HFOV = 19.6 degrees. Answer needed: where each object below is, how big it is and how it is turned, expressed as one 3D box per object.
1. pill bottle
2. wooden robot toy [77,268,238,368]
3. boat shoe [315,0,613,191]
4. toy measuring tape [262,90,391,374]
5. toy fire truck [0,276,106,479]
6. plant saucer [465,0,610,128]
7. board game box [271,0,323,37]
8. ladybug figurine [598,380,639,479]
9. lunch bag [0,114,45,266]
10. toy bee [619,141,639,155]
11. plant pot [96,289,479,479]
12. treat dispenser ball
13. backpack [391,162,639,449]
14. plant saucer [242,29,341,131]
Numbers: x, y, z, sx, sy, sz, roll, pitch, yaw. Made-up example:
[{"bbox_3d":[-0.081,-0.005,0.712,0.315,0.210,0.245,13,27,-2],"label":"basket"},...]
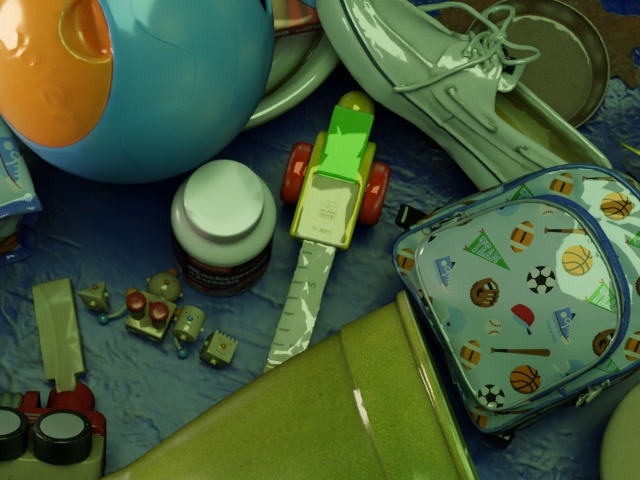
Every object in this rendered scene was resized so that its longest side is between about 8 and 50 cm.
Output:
[{"bbox_3d":[-0.100,-0.016,1.897,0.108,0.193,0.108,1,74,-3],"label":"pill bottle"},{"bbox_3d":[-0.161,0.063,1.938,0.173,0.076,0.079,23,63,2],"label":"wooden robot toy"},{"bbox_3d":[0.167,-0.168,1.919,0.367,0.156,0.136,45,39,-10],"label":"boat shoe"},{"bbox_3d":[0.000,0.000,1.945,0.121,0.121,0.330,15,76,0],"label":"toy measuring tape"},{"bbox_3d":[-0.320,0.160,1.876,0.217,0.246,0.158,3,118,-2],"label":"toy fire truck"},{"bbox_3d":[0.235,-0.190,2.056,0.168,0.029,0.168,1,74,-4],"label":"plant saucer"},{"bbox_3d":[-0.080,-0.347,1.977,0.145,0.027,0.281,-12,75,-6],"label":"board game box"},{"bbox_3d":[0.492,0.272,1.872,0.449,0.162,0.305,19,73,2],"label":"ladybug figurine"},{"bbox_3d":[-0.519,-0.079,1.868,0.385,0.239,0.328,-23,79,-17],"label":"lunch bag"},{"bbox_3d":[0.406,-0.024,1.953,0.195,0.162,0.298,9,74,-3],"label":"toy bee"},{"bbox_3d":[-0.018,0.279,1.762,0.353,0.366,0.366,-21,76,2],"label":"plant pot"},{"bbox_3d":[-0.187,-0.198,1.791,0.288,0.288,0.288,1,74,-4],"label":"treat dispenser ball"},{"bbox_3d":[0.229,0.044,1.851,0.263,0.213,0.276,-26,89,7],"label":"backpack"},{"bbox_3d":[-0.149,-0.287,2.020,0.400,0.100,0.400,1,74,-4],"label":"plant saucer"}]
